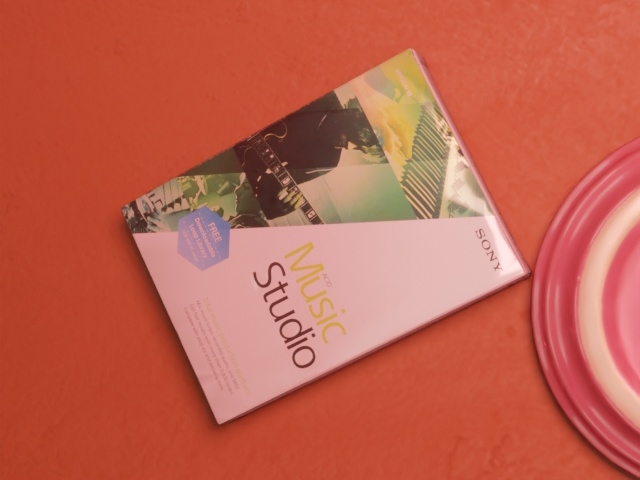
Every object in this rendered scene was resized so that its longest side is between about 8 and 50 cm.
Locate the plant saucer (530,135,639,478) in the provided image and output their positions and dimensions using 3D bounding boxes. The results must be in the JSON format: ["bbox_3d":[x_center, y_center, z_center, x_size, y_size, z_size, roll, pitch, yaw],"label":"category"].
[{"bbox_3d":[0.342,0.057,0.946,0.332,0.084,0.332,-1,87,14],"label":"plant saucer"}]

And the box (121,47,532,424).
[{"bbox_3d":[0.000,0.000,1.051,0.322,0.058,0.232,-28,82,11],"label":"box"}]
